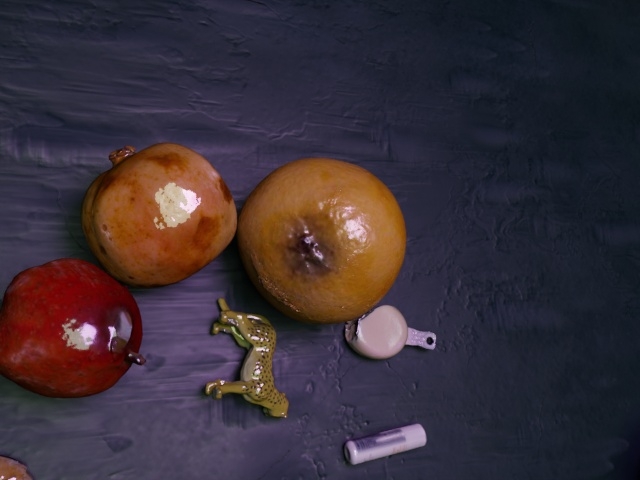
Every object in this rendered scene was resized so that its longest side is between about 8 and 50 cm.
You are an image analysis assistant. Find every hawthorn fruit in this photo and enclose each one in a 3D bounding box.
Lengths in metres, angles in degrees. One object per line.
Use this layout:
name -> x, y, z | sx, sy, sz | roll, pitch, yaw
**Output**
hawthorn fruit -> -0.319, 0.122, 0.771 | 0.202, 0.185, 0.185 | 17, 69, 14

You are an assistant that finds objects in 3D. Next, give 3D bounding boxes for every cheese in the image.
cheese -> 0.126, 0.158, 1.026 | 0.171, 0.047, 0.092 | -6, 82, -23

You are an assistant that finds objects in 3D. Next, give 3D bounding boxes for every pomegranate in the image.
pomegranate -> -0.233, -0.044, 0.843 | 0.215, 0.215, 0.215 | 5, 75, -21

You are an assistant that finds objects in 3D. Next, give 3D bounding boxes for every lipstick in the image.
lipstick -> 0.108, 0.341, 0.978 | 0.141, 0.040, 0.040 | -6, 79, -22

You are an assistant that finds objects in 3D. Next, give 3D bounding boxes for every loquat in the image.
loquat -> 0.000, 0.000, 0.906 | 0.263, 0.263, 0.263 | 5, 75, -21

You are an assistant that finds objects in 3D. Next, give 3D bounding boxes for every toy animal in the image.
toy animal -> -0.107, 0.183, 0.924 | 0.136, 0.073, 0.181 | 14, 60, -27

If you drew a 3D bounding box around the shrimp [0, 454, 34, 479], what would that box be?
shrimp -> -0.425, 0.419, 0.742 | 0.169, 0.058, 0.296 | -17, 80, -27
